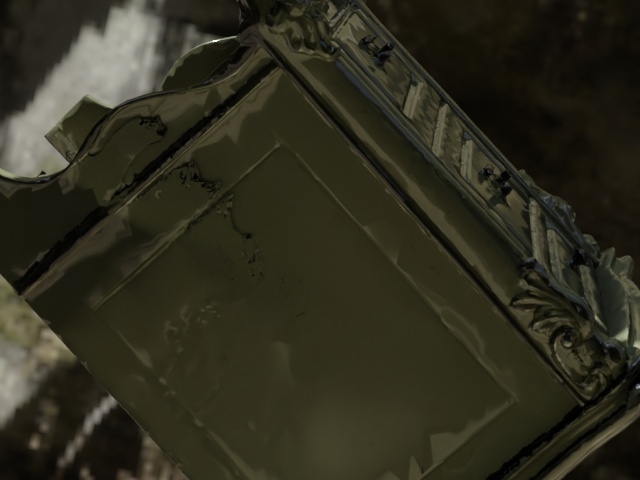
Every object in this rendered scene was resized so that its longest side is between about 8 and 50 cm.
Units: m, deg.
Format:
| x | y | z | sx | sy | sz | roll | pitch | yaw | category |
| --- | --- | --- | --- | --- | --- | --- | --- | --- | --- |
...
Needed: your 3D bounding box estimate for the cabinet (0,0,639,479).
| x | y | z | sx | sy | sz | roll | pitch | yaw | category |
| --- | --- | --- | --- | --- | --- | --- | --- | --- | --- |
| 0.000 | 0.000 | 1.108 | 0.318 | 0.227 | 0.290 | 48 | 12 | -5 | cabinet |
